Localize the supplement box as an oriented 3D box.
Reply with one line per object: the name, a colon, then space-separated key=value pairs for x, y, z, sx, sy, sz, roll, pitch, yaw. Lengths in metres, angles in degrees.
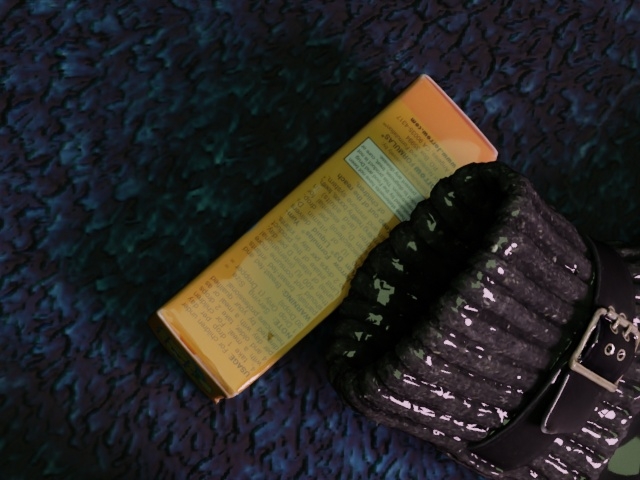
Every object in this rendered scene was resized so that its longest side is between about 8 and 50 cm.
supplement box: x=0.000 y=0.000 z=1.239 sx=0.233 sy=0.078 sz=0.080 roll=-44 pitch=92 yaw=-14

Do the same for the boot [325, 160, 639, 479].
boot: x=0.186 y=0.012 z=1.207 sx=0.260 sy=0.131 sz=0.348 roll=38 pitch=77 yaw=-23
